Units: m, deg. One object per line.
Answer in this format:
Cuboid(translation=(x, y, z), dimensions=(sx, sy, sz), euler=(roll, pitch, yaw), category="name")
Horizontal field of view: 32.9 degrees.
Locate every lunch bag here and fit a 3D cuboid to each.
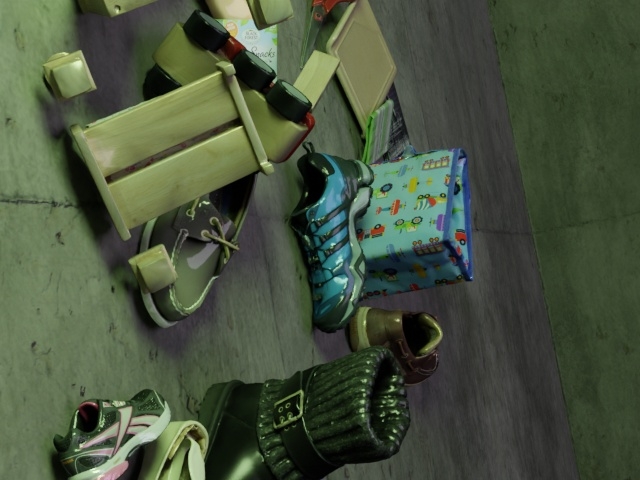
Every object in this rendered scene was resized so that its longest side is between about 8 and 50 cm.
Cuboid(translation=(0.151, -0.060, 1.957), dimensions=(0.138, 0.221, 0.293), euler=(54, 32, -45), category="lunch bag")

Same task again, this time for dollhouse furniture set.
Cuboid(translation=(-0.152, -0.168, 1.296), dimensions=(0.174, 0.303, 0.355), euler=(36, -32, 65), category="dollhouse furniture set")

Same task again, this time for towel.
Cuboid(translation=(0.111, -0.214, 2.154), dimensions=(0.152, 0.023, 0.113), euler=(-44, 142, -63), category="towel")

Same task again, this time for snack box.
Cuboid(translation=(-0.111, -0.249, 1.574), dimensions=(0.100, 0.037, 0.141), euler=(-10, 105, -42), category="snack box")

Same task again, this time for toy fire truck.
Cuboid(translation=(-0.085, -0.219, 1.479), dimensions=(0.217, 0.158, 0.246), euler=(40, 15, 5), category="toy fire truck")

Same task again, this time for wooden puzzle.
Cuboid(translation=(0.078, -0.355, 2.144), dimensions=(0.221, 0.044, 0.238), euler=(-65, 143, -42), category="wooden puzzle")

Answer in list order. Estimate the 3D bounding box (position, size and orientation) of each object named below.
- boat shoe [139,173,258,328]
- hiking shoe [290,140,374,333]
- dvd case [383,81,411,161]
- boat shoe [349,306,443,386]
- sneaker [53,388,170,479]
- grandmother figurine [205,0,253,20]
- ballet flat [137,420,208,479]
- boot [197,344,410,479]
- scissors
Cuboid(translation=(-0.150, -0.017, 1.388), dimensions=(0.305, 0.091, 0.109), euler=(-77, 147, -45), category="boat shoe")
Cuboid(translation=(0.000, 0.000, 1.764), dimensions=(0.132, 0.113, 0.304), euler=(17, 66, -31), category="hiking shoe")
Cuboid(translation=(0.138, -0.283, 2.305), dimensions=(0.164, 0.018, 0.221), euler=(-44, 120, -63), category="dvd case")
Cuboid(translation=(0.170, 0.190, 2.002), dimensions=(0.342, 0.123, 0.123), euler=(38, 45, -57), category="boat shoe")
Cuboid(translation=(-0.221, 0.194, 1.150), dimensions=(0.077, 0.072, 0.178), euler=(62, 19, -10), category="sneaker")
Cuboid(translation=(-0.169, -0.452, 1.557), dimensions=(0.207, 0.104, 0.342), euler=(-85, 155, -45), category="grandmother figurine")
Cuboid(translation=(-0.174, 0.301, 1.186), dimensions=(0.248, 0.086, 0.086), euler=(-79, 148, -43), category="ballet flat")
Cuboid(translation=(-0.032, 0.284, 1.293), dimensions=(0.131, 0.260, 0.348), euler=(57, 30, -42), category="boot")
Cuboid(translation=(-0.011, -0.430, 2.012), dimensions=(0.109, 0.021, 0.297), euler=(37, 52, -6), category="scissors")
